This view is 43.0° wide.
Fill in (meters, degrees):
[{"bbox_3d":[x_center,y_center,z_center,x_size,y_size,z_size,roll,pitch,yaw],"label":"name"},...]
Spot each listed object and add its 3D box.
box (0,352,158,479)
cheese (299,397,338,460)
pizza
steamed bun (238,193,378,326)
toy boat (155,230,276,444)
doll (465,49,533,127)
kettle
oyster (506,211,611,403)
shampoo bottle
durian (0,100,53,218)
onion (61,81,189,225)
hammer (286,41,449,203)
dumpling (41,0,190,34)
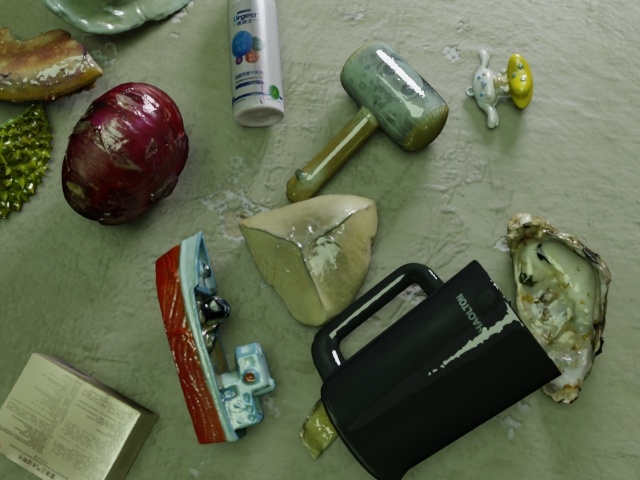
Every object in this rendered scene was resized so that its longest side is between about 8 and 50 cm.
[{"bbox_3d":[-0.398,0.302,1.299,0.212,0.095,0.168,26,79,12],"label":"box"},{"bbox_3d":[-0.004,0.302,1.285,0.060,0.041,0.084,38,67,6],"label":"cheese"},{"bbox_3d":[-0.532,-0.309,1.467,0.305,0.085,0.161,3,53,14],"label":"pizza"},{"bbox_3d":[-0.004,0.029,1.319,0.231,0.110,0.212,-16,77,4],"label":"steamed bun"},{"bbox_3d":[-0.164,0.149,1.285,0.133,0.145,0.332,-18,81,1],"label":"toy boat"},{"bbox_3d":[0.305,-0.272,1.392,0.113,0.071,0.135,-34,68,16],"label":"doll"},{"bbox_3d":[0.150,0.173,1.200,0.308,0.203,0.262,-37,83,8],"label":"kettle"},{"bbox_3d":[0.370,0.105,1.282,0.166,0.094,0.294,3,86,26],"label":"oyster"},{"bbox_3d":[-0.118,-0.357,1.437,0.092,0.092,0.303,-5,76,5],"label":"shampoo bottle"},{"bbox_3d":[-0.633,-0.110,1.441,0.355,0.157,0.169,-24,39,-2],"label":"durian"},{"bbox_3d":[-0.317,-0.138,1.333,0.190,0.246,0.246,34,82,3],"label":"onion"},{"bbox_3d":[0.053,-0.178,1.378,0.305,0.113,0.202,-43,72,3],"label":"hammer"},{"bbox_3d":[-0.370,-0.531,1.449,0.270,0.212,0.320,43,94,11],"label":"dumpling"}]
